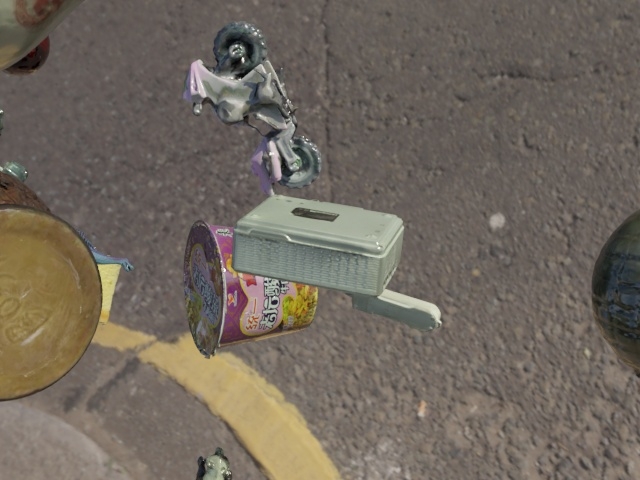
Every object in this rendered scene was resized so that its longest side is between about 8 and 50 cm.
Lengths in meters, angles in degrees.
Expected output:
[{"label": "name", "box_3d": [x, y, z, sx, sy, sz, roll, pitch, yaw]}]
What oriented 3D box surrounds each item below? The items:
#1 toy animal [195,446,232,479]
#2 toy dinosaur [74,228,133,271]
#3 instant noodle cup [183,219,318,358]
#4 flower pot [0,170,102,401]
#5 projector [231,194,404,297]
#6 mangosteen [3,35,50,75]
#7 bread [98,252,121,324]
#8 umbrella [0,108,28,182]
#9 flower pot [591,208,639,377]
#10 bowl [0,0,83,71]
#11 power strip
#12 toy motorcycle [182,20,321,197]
[{"label": "toy animal", "box_3d": [-0.257, 0.565, 1.900, 0.225, 0.093, 0.121, -62, 9, 3]}, {"label": "toy dinosaur", "box_3d": [-0.342, 0.023, 1.154, 0.197, 0.045, 0.080, 14, 54, 18]}, {"label": "instant noodle cup", "box_3d": [-0.174, 0.115, 2.136, 0.340, 0.265, 0.340, 179, 90, -65]}, {"label": "flower pot", "box_3d": [-0.373, 0.048, 0.915, 0.267, 0.266, 0.267, 12, 67, 51]}, {"label": "projector", "box_3d": [0.000, 0.000, 1.434, 0.256, 0.192, 0.099, 10, 109, 14]}, {"label": "mangosteen", "box_3d": [-0.570, -0.367, 1.585, 0.140, 0.140, 0.140, -17, 52, 23]}, {"label": "bread", "box_3d": [-0.471, 0.087, 1.653, 0.127, 0.152, 0.147, 3, 74, 56]}, {"label": "umbrella", "box_3d": [-0.556, -0.183, 1.170, 0.143, 0.349, 0.094, -42, 19, 18]}, {"label": "flower pot", "box_3d": [0.563, 0.088, 1.273, 0.302, 0.302, 0.213, -54, 31, -9]}, {"label": "bowl", "box_3d": [-0.348, -0.189, 0.629, 0.337, 0.337, 0.158, 7, 78, 37]}, {"label": "power strip", "box_3d": [0.122, 0.113, 1.482, 0.191, 0.048, 0.030, 17, 35, 21]}, {"label": "toy motorcycle", "box_3d": [-0.134, -0.230, 1.584, 0.188, 0.327, 0.143, -23, 15, 13]}]
